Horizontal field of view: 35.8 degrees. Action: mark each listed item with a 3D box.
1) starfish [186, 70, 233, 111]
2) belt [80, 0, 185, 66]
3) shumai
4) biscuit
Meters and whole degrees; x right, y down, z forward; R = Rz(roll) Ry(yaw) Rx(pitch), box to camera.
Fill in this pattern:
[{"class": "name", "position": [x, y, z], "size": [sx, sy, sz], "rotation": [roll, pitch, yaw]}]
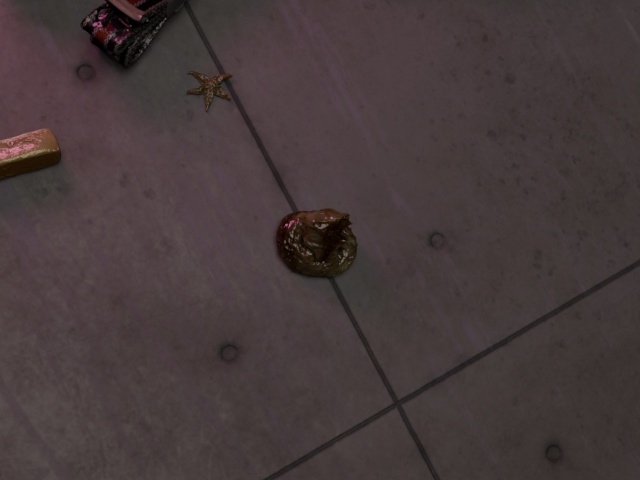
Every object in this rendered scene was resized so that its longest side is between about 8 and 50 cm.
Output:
[{"class": "starfish", "position": [-0.199, -0.282, 1.790], "size": [0.092, 0.016, 0.086], "rotation": [39, 70, -2]}, {"class": "belt", "position": [-0.273, -0.458, 1.758], "size": [0.094, 0.126, 0.359], "rotation": [37, 66, 5]}, {"class": "shumai", "position": [-0.009, -0.001, 1.748], "size": [0.139, 0.105, 0.123], "rotation": [13, 78, 14]}, {"class": "biscuit", "position": [-0.532, -0.138, 1.653], "size": [0.188, 0.052, 0.056], "rotation": [-17, 67, -18]}]
